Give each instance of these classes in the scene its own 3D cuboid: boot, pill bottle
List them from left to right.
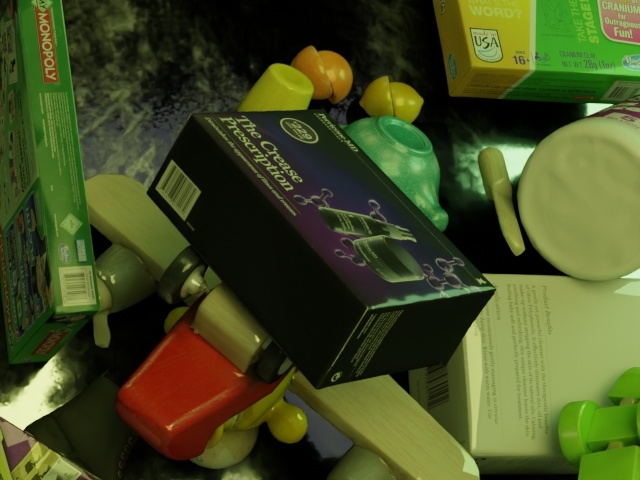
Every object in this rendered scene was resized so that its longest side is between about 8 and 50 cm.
[{"bbox_3d":[-0.197,0.232,1.810,0.137,0.077,0.198,-40,91,-31],"label":"boot"},{"bbox_3d":[0.343,-0.069,1.994,0.169,0.169,0.301,59,32,4],"label":"pill bottle"}]

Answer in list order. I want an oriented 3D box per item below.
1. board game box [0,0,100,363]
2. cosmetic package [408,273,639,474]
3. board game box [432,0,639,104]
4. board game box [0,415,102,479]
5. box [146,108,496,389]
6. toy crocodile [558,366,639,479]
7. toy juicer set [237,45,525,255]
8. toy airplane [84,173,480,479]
[{"bbox_3d":[-0.277,-0.058,1.789,0.046,0.213,0.317,-3,76,-21],"label":"board game box"},{"bbox_3d":[0.289,0.146,1.968,0.366,0.155,0.197,4,73,-20],"label":"cosmetic package"},{"bbox_3d":[0.240,-0.307,2.106,0.242,0.064,0.316,1,62,-20],"label":"board game box"},{"bbox_3d":[-0.350,0.329,1.688,0.208,0.056,0.347,35,80,-12],"label":"board game box"},{"bbox_3d":[0.000,0.000,1.656,0.184,0.103,0.261,-4,44,-50],"label":"box"},{"bbox_3d":[0.285,0.245,1.773,0.105,0.115,0.340,56,40,-30],"label":"toy crocodile"},{"bbox_3d":[0.080,-0.090,1.976,0.329,0.089,0.209,32,26,3],"label":"toy juicer set"},{"bbox_3d":[-0.055,0.105,1.825,0.384,0.272,0.386,15,32,-27],"label":"toy airplane"}]
